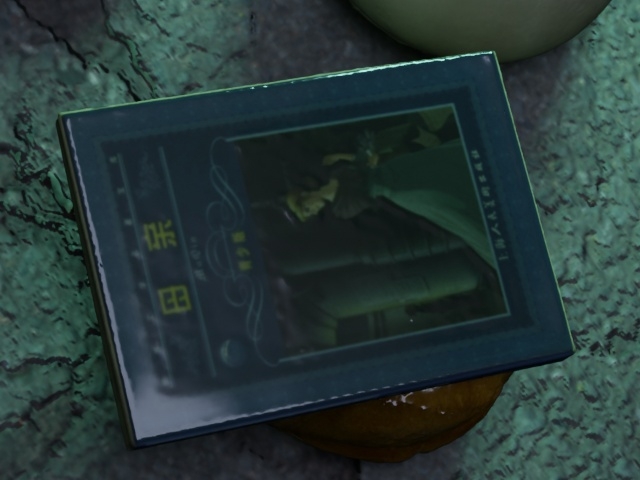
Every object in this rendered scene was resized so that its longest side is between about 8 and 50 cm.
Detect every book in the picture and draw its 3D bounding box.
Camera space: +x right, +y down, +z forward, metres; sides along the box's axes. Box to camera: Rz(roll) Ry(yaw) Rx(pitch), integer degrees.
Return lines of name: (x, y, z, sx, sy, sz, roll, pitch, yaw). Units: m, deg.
book: (0.000, 0.000, 1.055, 0.269, 0.025, 0.191, -10, 78, -20)

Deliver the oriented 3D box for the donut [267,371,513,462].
donut: (0.028, 0.023, 1.133, 0.226, 0.114, 0.227, 4, 74, -16)

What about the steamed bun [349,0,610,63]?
steamed bun: (0.109, -0.234, 1.203, 0.231, 0.145, 0.232, 4, 76, -17)
